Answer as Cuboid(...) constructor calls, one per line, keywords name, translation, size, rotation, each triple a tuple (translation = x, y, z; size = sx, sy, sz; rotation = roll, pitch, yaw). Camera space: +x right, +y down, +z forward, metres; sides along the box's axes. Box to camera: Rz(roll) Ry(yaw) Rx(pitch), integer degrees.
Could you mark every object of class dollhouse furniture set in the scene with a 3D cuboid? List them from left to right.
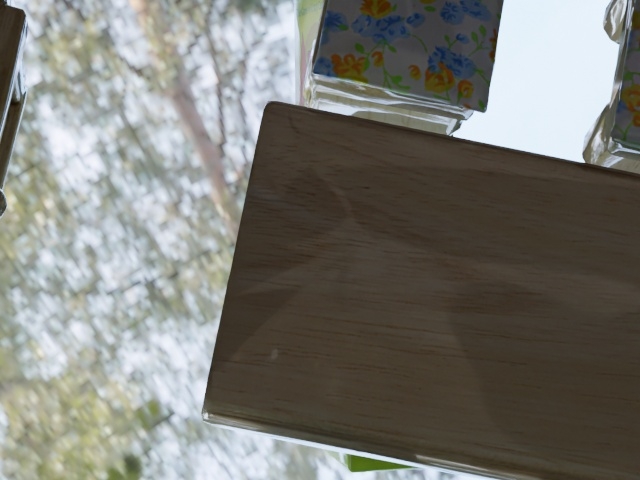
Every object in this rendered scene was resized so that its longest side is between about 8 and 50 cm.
Cuboid(name="dollhouse furniture set", translation=(0.000, 0.000, 0.383), size=(0.242, 0.161, 0.212), rotation=(11, -107, -2))

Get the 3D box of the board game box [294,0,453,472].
Cuboid(name="board game box", translation=(0.020, -0.010, 0.702), size=(0.043, 0.092, 0.181), rotation=(-2, -87, -11))
